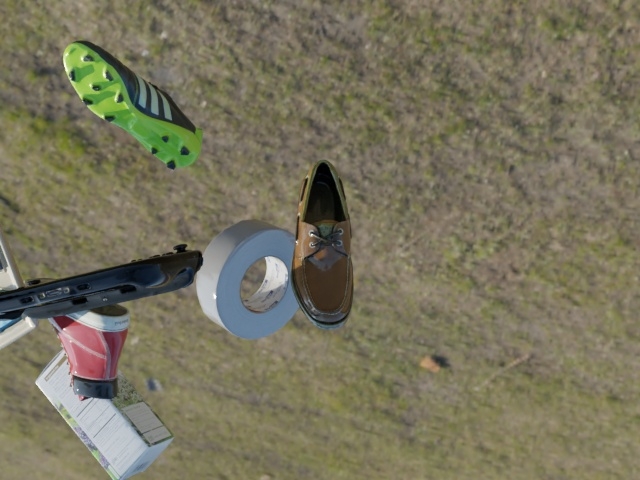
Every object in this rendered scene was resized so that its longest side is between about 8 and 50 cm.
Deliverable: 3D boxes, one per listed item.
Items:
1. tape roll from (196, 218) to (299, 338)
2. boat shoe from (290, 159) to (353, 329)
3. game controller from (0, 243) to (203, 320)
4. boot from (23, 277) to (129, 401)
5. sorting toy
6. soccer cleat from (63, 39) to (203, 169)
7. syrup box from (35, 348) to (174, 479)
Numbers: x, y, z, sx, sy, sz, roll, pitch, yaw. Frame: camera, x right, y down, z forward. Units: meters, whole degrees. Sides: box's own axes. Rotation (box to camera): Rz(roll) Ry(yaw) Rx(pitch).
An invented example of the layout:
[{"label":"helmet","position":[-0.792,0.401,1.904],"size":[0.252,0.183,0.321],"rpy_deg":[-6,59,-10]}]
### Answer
[{"label":"tape roll","position":[-0.126,0.073,1.676],"size":[0.072,0.219,0.219],"rpy_deg":[23,166,46]},{"label":"boat shoe","position":[0.000,0.000,1.539],"size":[0.110,0.308,0.104],"rpy_deg":[-4,148,-6]},{"label":"game controller","position":[-0.328,0.061,1.255],"size":[0.319,0.067,0.166],"rpy_deg":[-13,171,21]},{"label":"boot","position":[-0.421,0.168,1.473],"size":[0.244,0.176,0.088],"rpy_deg":[21,-162,35]},{"label":"sorting toy","position":[-0.551,0.086,1.429],"size":[0.208,0.193,0.038],"rpy_deg":[-30,169,33]},{"label":"soccer cleat","position":[-0.199,-0.150,0.952],"size":[0.060,0.072,0.179],"rpy_deg":[-34,116,27]},{"label":"syrup box","position":[-0.378,0.296,1.549],"size":[0.237,0.096,0.093],"rpy_deg":[45,-167,14]}]
